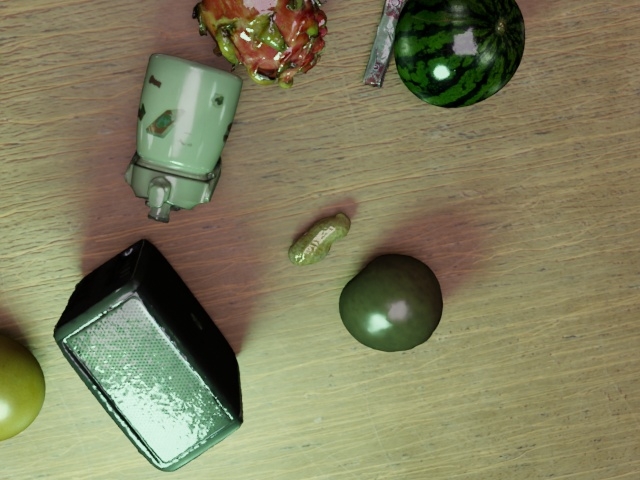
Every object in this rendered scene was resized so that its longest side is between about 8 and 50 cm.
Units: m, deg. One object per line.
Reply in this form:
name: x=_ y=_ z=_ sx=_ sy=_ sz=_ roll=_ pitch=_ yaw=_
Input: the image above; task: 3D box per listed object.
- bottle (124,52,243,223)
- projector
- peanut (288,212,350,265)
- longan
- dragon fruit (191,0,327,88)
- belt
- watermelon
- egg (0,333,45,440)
bottle: x=-0.306 y=-0.214 z=1.839 sx=0.229 sy=0.229 sz=0.351 roll=12 pitch=96 yaw=-9
projector: x=-0.376 y=0.242 z=1.861 sx=0.242 sy=0.395 sz=0.405 roll=-33 pitch=106 yaw=3
peanut: x=0.000 y=0.000 z=2.005 sx=0.174 sy=0.080 sz=0.080 roll=-39 pitch=105 yaw=2
longan: x=0.166 y=0.148 z=1.992 sx=0.248 sy=0.248 sz=0.248 roll=-1 pitch=104 yaw=-6
dragon fruit: x=-0.121 y=-0.466 z=1.789 sx=0.269 sy=0.250 sz=0.291 roll=-29 pitch=113 yaw=3
belt: x=0.149 y=-0.464 z=1.908 sx=0.053 sy=0.071 sz=0.232 roll=15 pitch=99 yaw=-3
watermelon: x=0.300 y=-0.434 z=1.823 sx=0.285 sy=0.285 sz=0.285 roll=-1 pitch=104 yaw=-6
egg: x=-0.793 y=0.326 z=1.916 sx=0.323 sy=0.250 sz=0.250 roll=25 pitch=101 yaw=-1
